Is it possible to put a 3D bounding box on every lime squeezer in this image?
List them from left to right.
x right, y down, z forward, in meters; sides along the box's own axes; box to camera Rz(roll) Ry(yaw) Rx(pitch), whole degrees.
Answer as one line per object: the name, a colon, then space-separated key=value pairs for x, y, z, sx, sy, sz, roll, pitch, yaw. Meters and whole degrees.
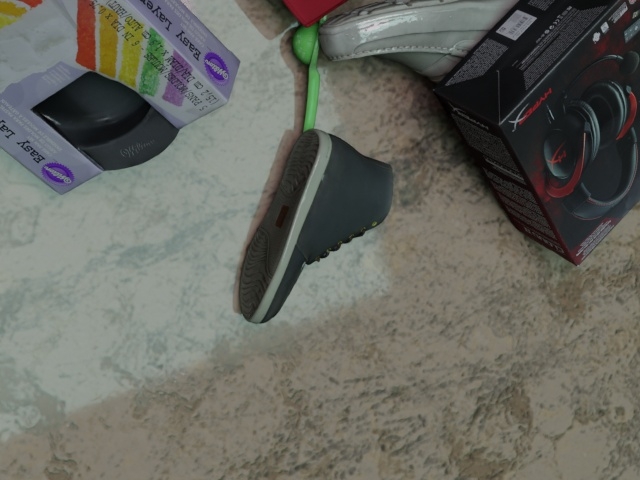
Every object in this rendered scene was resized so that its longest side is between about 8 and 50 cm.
lime squeezer: x=-0.037 y=-0.229 z=1.239 sx=0.110 sy=0.059 sz=0.310 roll=-26 pitch=102 yaw=-13

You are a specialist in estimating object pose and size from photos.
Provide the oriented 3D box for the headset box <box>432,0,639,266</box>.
headset box: x=0.282 y=-0.130 z=1.263 sx=0.218 sy=0.110 sz=0.293 roll=-45 pitch=135 yaw=-7

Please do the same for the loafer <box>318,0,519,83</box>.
loafer: x=0.148 y=-0.214 z=1.259 sx=0.319 sy=0.112 sz=0.111 roll=-9 pitch=104 yaw=-23

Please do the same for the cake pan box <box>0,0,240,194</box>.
cake pan box: x=-0.244 y=-0.177 z=1.070 sx=0.267 sy=0.245 sz=0.070 roll=44 pitch=40 yaw=-32

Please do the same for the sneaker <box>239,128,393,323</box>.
sneaker: x=0.000 y=0.000 z=1.257 sx=0.118 sy=0.083 sz=0.222 roll=20 pitch=97 yaw=-30

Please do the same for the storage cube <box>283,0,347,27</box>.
storage cube: x=0.032 y=-0.363 z=1.147 sx=0.215 sy=0.193 sz=0.184 roll=50 pitch=54 yaw=-13
